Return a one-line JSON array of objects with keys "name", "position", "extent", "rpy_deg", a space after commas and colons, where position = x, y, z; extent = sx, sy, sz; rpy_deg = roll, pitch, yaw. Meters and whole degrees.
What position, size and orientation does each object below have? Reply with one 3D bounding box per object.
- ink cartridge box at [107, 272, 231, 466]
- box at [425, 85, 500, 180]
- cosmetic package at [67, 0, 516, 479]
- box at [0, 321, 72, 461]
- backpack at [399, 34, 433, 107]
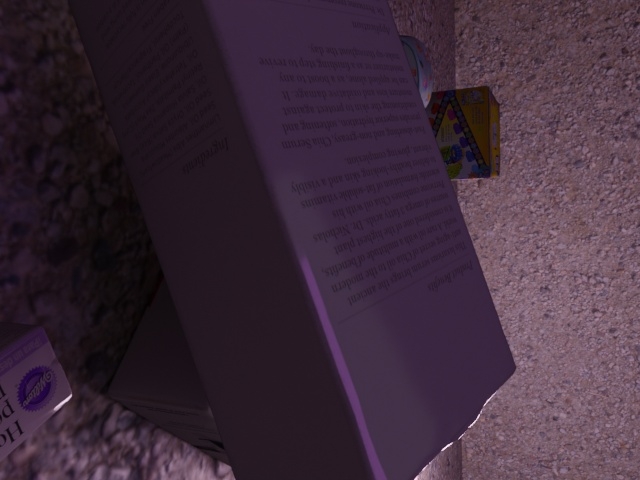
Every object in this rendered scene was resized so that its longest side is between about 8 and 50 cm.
[{"name": "ink cartridge box", "position": [-0.079, 0.138, 0.592], "extent": [0.272, 0.114, 0.197], "rpy_deg": [63, 35, -50]}, {"name": "box", "position": [0.242, -0.219, 1.143], "extent": [0.290, 0.279, 0.176], "rpy_deg": [-18, 107, -66]}, {"name": "cosmetic package", "position": [-0.016, -0.050, 0.445], "extent": [0.230, 0.162, 0.453], "rpy_deg": [-18, 88, -47]}, {"name": "box", "position": [-0.260, 0.150, 0.226], "extent": [0.324, 0.067, 0.063], "rpy_deg": [-52, 137, -57]}, {"name": "backpack", "position": [0.097, -0.279, 0.911], "extent": [0.144, 0.189, 0.165], "rpy_deg": [-36, 124, -63]}]
